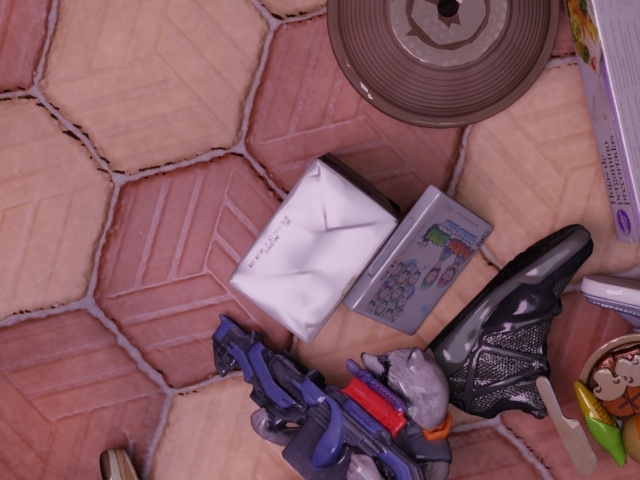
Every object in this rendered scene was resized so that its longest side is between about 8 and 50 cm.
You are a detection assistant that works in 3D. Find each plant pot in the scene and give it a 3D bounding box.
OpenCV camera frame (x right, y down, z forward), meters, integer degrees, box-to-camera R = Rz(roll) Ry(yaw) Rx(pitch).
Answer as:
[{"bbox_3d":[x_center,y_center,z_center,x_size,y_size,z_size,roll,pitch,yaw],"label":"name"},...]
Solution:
[{"bbox_3d":[0.122,-0.229,1.519,0.237,0.110,0.237,0,95,2],"label":"plant pot"}]

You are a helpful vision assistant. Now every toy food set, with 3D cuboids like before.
[{"bbox_3d":[0.314,0.154,1.488,0.192,0.038,0.132,-26,101,17],"label":"toy food set"}]

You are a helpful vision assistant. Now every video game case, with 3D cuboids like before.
[{"bbox_3d":[0.100,0.023,1.527,0.019,0.157,0.143,39,96,28],"label":"video game case"}]

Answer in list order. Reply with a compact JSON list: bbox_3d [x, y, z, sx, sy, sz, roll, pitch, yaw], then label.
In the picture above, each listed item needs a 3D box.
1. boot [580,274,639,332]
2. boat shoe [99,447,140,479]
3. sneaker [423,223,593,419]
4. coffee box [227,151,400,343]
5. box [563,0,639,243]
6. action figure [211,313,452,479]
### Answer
[{"bbox_3d":[0.349,0.094,1.563,0.190,0.069,0.086,13,100,-3],"label":"boot"},{"bbox_3d":[-0.174,0.297,1.607,0.072,0.068,0.190,-19,106,-9],"label":"boat shoe"},{"bbox_3d":[0.215,0.092,1.562,0.130,0.087,0.227,42,98,-4],"label":"sneaker"},{"bbox_3d":[0.000,0.000,1.474,0.098,0.246,0.141,37,96,0],"label":"coffee box"},{"bbox_3d":[0.301,-0.160,1.532,0.067,0.063,0.324,-17,97,-16],"label":"box"},{"bbox_3d":[0.005,0.226,1.550,0.330,0.178,0.341,-53,50,14],"label":"action figure"}]
